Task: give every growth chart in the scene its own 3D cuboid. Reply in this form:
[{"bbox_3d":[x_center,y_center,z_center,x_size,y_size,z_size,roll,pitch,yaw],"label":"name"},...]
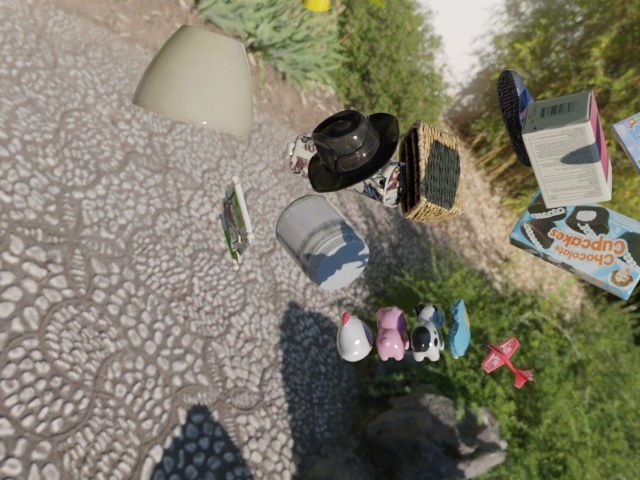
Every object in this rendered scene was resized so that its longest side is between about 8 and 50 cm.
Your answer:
[{"bbox_3d":[-0.200,-0.044,1.480,0.021,0.237,0.172,-14,75,-22],"label":"growth chart"}]

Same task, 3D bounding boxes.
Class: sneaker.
[{"bbox_3d":[0.665,-0.405,2.027,0.112,0.131,0.319,15,-53,67],"label":"sneaker"}]

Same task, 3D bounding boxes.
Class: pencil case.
[{"bbox_3d":[0.085,-0.243,2.133,0.410,0.160,0.183,21,-5,24],"label":"pencil case"}]

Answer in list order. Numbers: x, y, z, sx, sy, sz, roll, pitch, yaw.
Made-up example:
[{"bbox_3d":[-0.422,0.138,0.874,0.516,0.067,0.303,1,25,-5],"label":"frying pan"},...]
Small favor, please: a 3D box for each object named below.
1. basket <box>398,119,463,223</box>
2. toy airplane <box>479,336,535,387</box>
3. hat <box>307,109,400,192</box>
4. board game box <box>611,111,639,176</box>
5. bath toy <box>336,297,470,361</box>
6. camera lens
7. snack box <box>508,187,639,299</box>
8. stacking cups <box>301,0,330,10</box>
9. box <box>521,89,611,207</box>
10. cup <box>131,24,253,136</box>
[{"bbox_3d":[0.327,-0.221,2.116,0.223,0.213,0.299,10,74,-41],"label":"basket"},{"bbox_3d":[0.450,0.293,1.514,0.151,0.028,0.151,8,41,-7],"label":"toy airplane"},{"bbox_3d":[0.062,-0.287,1.822,0.134,0.331,0.331,43,26,-35],"label":"hat"},{"bbox_3d":[0.886,-0.246,1.639,0.039,0.160,0.211,36,31,-64],"label":"board game box"},{"bbox_3d":[0.198,0.224,1.611,0.151,0.348,0.129,-54,131,-58],"label":"bath toy"},{"bbox_3d":[0.000,0.000,2.031,0.219,0.219,0.274,24,20,-49],"label":"camera lens"},{"bbox_3d":[0.675,-0.005,1.619,0.322,0.187,0.060,29,-12,28],"label":"snack box"},{"bbox_3d":[0.009,-0.875,1.934,0.096,0.316,0.096,7,42,-6],"label":"stacking cups"},{"bbox_3d":[0.575,-0.206,1.462,0.232,0.148,0.127,57,41,-35],"label":"box"},{"bbox_3d":[-0.320,-0.442,1.708,0.331,0.237,0.331,16,11,-3],"label":"cup"}]
